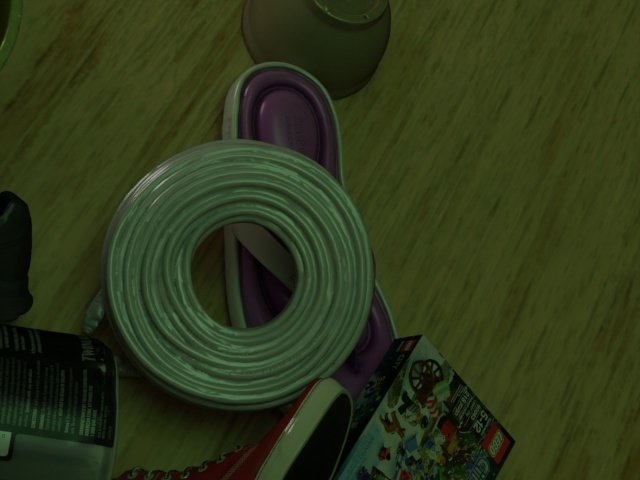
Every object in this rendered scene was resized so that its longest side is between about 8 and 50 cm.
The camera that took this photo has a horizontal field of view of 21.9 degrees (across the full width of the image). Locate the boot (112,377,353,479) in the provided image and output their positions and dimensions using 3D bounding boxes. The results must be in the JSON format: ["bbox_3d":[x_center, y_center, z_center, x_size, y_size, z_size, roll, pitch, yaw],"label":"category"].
[{"bbox_3d":[-0.093,0.204,1.470,0.176,0.088,0.244,22,66,32],"label":"boot"}]

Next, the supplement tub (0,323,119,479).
[{"bbox_3d":[-0.339,0.154,1.368,0.316,0.193,0.193,10,62,-18],"label":"supplement tub"}]

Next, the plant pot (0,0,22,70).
[{"bbox_3d":[-0.424,-0.162,1.451,0.276,0.254,0.276,9,63,-19],"label":"plant pot"}]

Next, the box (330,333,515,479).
[{"bbox_3d":[0.079,0.227,1.567,0.159,0.044,0.233,48,55,-21],"label":"box"}]

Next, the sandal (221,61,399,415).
[{"bbox_3d":[-0.014,0.002,1.634,0.169,0.102,0.416,-8,70,-24],"label":"sandal"}]

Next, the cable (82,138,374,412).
[{"bbox_3d":[-0.076,0.031,1.532,0.257,0.089,0.257,17,86,-3],"label":"cable"}]

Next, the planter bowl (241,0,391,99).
[{"bbox_3d":[0.010,-0.246,1.765,0.162,0.109,0.162,10,62,-19],"label":"planter bowl"}]

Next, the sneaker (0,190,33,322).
[{"bbox_3d":[-0.389,-0.003,1.451,0.286,0.109,0.130,4,103,-29],"label":"sneaker"}]
